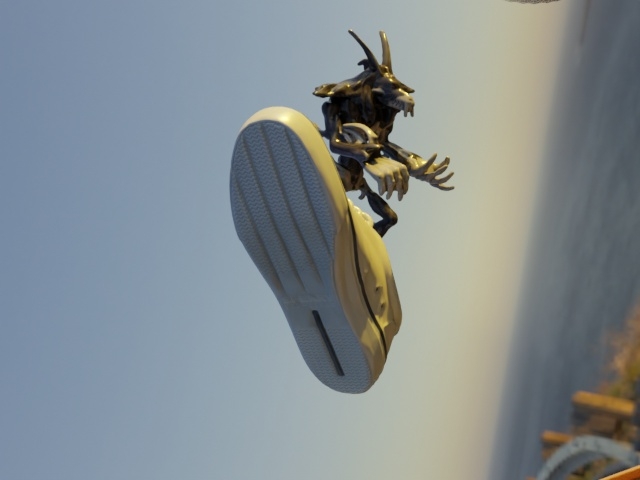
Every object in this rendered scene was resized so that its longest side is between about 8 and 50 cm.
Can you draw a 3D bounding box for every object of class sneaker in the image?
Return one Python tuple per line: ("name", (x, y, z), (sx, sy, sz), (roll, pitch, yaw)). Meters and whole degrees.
("sneaker", (0.000, 0.000, 0.859), (0.091, 0.094, 0.258), (-58, -39, -46))

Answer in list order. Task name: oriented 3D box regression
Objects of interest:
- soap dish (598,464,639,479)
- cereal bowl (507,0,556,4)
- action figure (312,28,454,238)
("soap dish", (0.324, 0.333, 1.186), (0.291, 0.229, 0.118), (-6, -109, -65))
("cereal bowl", (0.260, -0.327, 0.945), (0.141, 0.339, 0.339), (58, 177, 17))
("action figure", (0.063, -0.077, 1.152), (0.164, 0.141, 0.275), (-15, -60, -50))
